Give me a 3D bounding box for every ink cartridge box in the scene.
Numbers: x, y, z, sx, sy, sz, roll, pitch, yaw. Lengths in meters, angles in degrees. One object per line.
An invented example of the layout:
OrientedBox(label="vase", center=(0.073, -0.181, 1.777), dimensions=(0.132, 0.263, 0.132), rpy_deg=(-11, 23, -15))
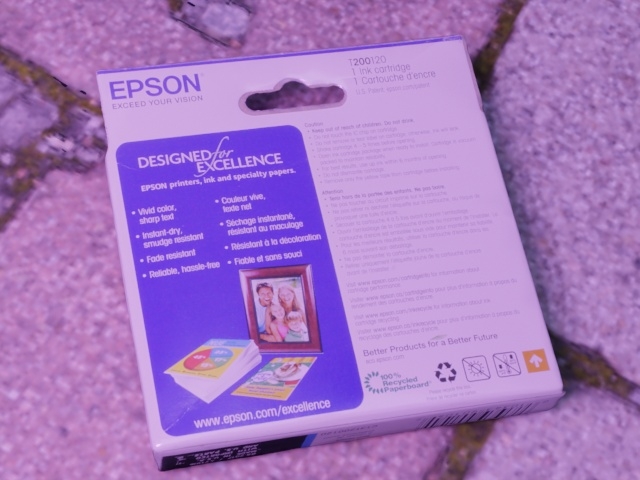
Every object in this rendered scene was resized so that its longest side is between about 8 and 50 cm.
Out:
OrientedBox(label="ink cartridge box", center=(0.000, 0.000, 0.699), dimensions=(0.206, 0.045, 0.208), rpy_deg=(-7, 67, -13))
